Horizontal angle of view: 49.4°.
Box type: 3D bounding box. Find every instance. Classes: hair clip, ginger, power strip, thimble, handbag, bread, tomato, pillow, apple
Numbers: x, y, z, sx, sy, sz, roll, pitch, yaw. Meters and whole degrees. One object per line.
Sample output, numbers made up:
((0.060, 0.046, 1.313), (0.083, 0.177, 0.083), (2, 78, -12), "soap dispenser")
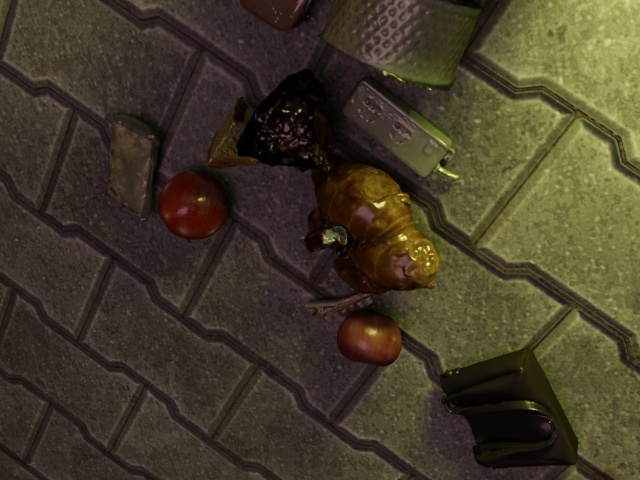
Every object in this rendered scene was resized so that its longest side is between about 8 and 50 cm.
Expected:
((0.058, 0.155, 1.673), (0.214, 0.062, 0.056), (-17, 117, 29), "hair clip")
((0.097, -0.030, 1.524), (0.357, 0.152, 0.274), (58, 150, -5), "ginger")
((0.179, -0.222, 1.455), (0.288, 0.053, 0.093), (39, 121, 3), "power strip")
((0.148, -0.396, 1.266), (0.271, 0.271, 0.150), (26, 118, 10), "thimble")
((-0.065, -0.526, 1.407), (0.151, 0.072, 0.193), (39, 120, 1), "handbag")
((-0.187, -0.222, 1.555), (0.127, 0.152, 0.147), (35, 120, -5), "bread")
((0.429, 0.405, 1.609), (0.257, 0.113, 0.285), (-22, 103, 36), "handbag")
((-0.298, -0.083, 1.655), (0.167, 0.167, 0.167), (9, 116, 19), "tomato")
((-0.471, -0.188, 1.736), (0.169, 0.059, 0.255), (24, 121, 11), "pillow")
((0.115, 0.229, 1.634), (0.153, 0.153, 0.120), (9, 79, 18), "apple")

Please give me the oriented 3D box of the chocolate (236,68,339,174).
((-0.026, -0.216, 1.435), (0.177, 0.224, 0.206), (40, 125, 6), "chocolate")

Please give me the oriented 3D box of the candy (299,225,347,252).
((0.000, 0.000, 1.495), (0.175, 0.043, 0.045), (-16, 98, 59), "candy")
